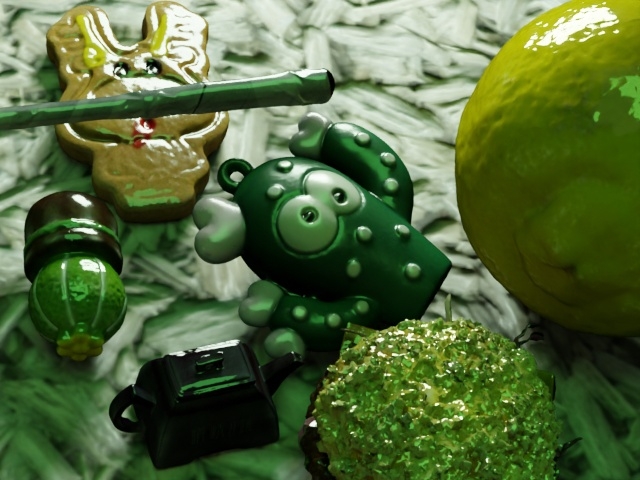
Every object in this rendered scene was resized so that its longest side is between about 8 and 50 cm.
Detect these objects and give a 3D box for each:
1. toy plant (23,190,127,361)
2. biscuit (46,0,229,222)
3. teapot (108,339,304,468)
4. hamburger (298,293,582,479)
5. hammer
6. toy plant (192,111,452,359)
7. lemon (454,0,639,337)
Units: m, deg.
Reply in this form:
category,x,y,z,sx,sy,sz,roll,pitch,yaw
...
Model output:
category,x,y,z,sx,sy,sz,roll,pitch,yaw
toy plant,-0.227,0.036,1.661,0.093,0.093,0.162,-4,54,-12
biscuit,-0.184,-0.141,1.845,0.186,0.044,0.295,-9,52,-12
teapot,-0.101,0.132,1.596,0.177,0.096,0.087,-11,53,-17
hamburger,0.107,0.161,1.571,0.243,0.138,0.261,12,54,-3
hammer,-0.197,-0.131,1.727,0.427,0.152,0.044,-7,65,-2
toy plant,0.001,-0.004,1.713,0.233,0.112,0.243,-27,71,-26
lemon,0.289,-0.078,1.686,0.348,0.348,0.348,4,50,-5
